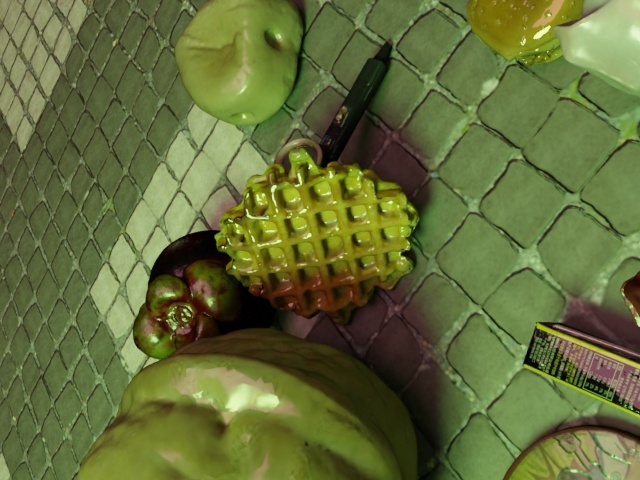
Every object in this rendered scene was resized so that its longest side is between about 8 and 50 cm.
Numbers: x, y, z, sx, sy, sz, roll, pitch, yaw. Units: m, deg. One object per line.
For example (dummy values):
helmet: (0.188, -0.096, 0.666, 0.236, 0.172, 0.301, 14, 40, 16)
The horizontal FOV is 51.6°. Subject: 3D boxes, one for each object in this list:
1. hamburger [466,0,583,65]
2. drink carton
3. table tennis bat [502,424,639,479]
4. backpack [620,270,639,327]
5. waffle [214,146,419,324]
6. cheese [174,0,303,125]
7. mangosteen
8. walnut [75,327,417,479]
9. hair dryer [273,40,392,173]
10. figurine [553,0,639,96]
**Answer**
hamburger: (0.241, -0.271, 0.735, 0.138, 0.083, 0.147, 49, 118, 30)
drink carton: (0.290, 0.129, 0.639, 0.166, 0.071, 0.056, 21, 100, 40)
table tennis bat: (0.254, 0.332, 0.667, 0.200, 0.038, 0.310, 34, 103, 38)
backpack: (0.351, 0.090, 0.507, 0.139, 0.229, 0.229, 132, 130, -62)
waffle: (0.000, 0.000, 0.836, 0.237, 0.243, 0.058, -56, 15, 28)
cheese: (-0.127, -0.297, 1.042, 0.235, 0.117, 0.217, 45, 111, 33)
mangosteen: (-0.160, 0.082, 0.957, 0.210, 0.210, 0.209, -7, 79, 41)
walnut: (-0.072, 0.267, 0.746, 0.381, 0.381, 0.380, -7, 79, 41)
hair dryer: (0.043, -0.154, 0.902, 0.070, 0.128, 0.255, 24, 78, 33)
figurine: (0.336, -0.237, 0.584, 0.276, 0.200, 0.133, -45, 70, -6)
